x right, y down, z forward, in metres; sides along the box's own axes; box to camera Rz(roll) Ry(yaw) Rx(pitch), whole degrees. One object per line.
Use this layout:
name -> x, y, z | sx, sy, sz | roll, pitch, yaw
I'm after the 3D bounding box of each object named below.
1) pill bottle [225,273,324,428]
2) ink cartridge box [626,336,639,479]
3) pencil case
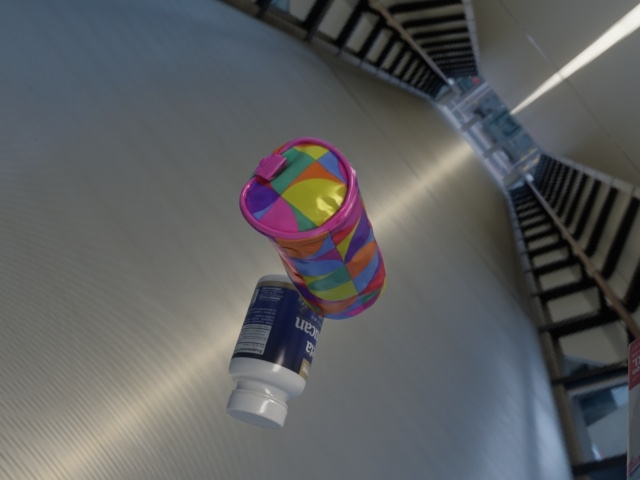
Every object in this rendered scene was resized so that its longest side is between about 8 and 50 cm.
pill bottle -> -0.055, 0.134, 0.812 | 0.094, 0.094, 0.169 | 38, 57, -37
ink cartridge box -> 0.249, 0.140, 0.385 | 0.128, 0.072, 0.175 | 30, 48, -4
pencil case -> 0.000, 0.000, 0.624 | 0.104, 0.105, 0.236 | 60, -4, 24
